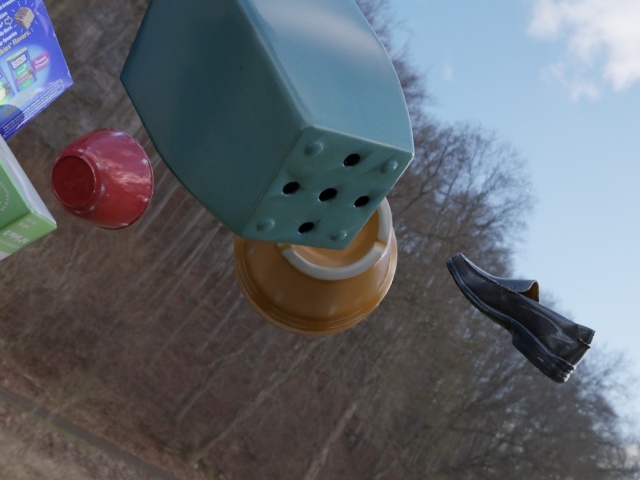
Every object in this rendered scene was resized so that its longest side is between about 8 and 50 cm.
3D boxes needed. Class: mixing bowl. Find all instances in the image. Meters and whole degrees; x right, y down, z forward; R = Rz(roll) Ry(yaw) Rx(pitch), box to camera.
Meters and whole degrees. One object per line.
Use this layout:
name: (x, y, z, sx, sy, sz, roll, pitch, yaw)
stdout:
mixing bowl: (-0.390, -0.102, 1.090, 0.181, 0.181, 0.098, 24, 15, 14)

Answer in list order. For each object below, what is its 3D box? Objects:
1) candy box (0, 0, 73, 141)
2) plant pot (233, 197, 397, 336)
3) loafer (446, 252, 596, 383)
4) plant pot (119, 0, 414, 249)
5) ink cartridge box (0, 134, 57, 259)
candy box: (-0.555, -0.325, 0.990, 0.122, 0.268, 0.317, 13, -44, 16)
plant pot: (0.000, 0.000, 0.741, 0.205, 0.205, 0.188, 29, -15, 1)
loafer: (0.197, 0.063, 0.640, 0.170, 0.061, 0.062, 47, 12, 33)
plant pot: (-0.039, -0.114, 0.524, 0.165, 0.234, 0.165, 8, -50, -37)
ink cartridge box: (-0.541, -0.017, 0.766, 0.207, 0.353, 0.119, 57, -11, 2)
